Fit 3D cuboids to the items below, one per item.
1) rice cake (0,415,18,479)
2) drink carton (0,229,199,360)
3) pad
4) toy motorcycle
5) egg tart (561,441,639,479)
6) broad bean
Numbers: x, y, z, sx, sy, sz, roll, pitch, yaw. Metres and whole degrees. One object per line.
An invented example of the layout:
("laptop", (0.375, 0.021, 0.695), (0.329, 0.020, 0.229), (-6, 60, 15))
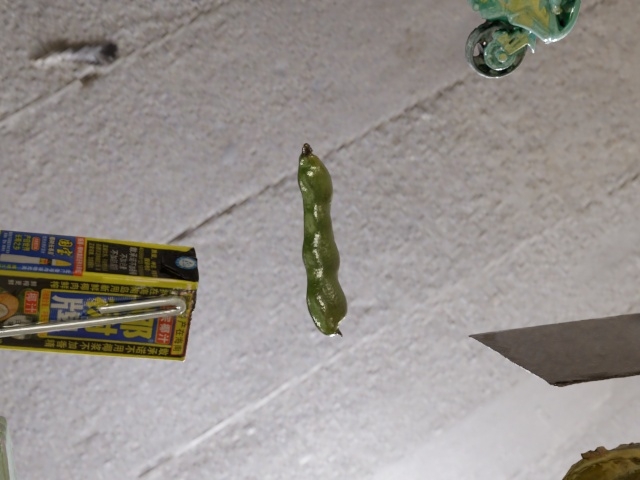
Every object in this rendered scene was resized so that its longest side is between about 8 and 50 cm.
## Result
("rice cake", (-0.447, 0.371, 1.637), (0.043, 0.127, 0.237), (-13, 106, -12))
("drink carton", (-0.169, 0.038, 0.781), (0.165, 0.056, 0.071), (5, 124, -12))
("pad", (0.281, 0.100, 1.105), (0.220, 0.330, 0.004), (-7, 93, -4))
("toy motorcycle", (0.267, -0.352, 1.464), (0.198, 0.109, 0.296), (-15, 125, 1))
("egg tart", (0.363, 0.358, 1.278), (0.279, 0.279, 0.095), (-18, 174, -26))
("broad bean", (0.000, 0.001, 1.479), (0.052, 0.256, 0.053), (-6, 167, 2))
